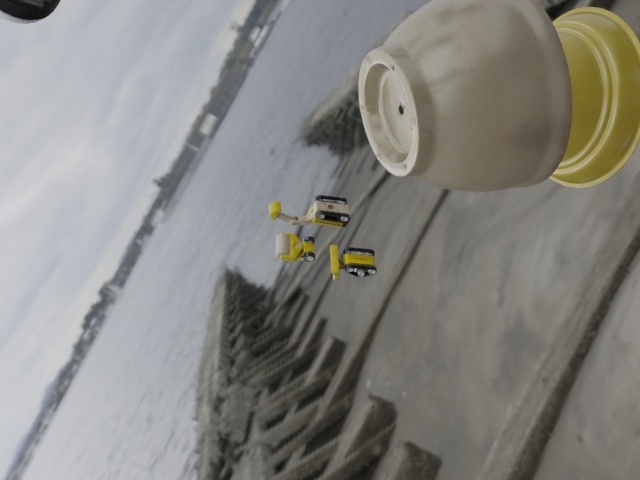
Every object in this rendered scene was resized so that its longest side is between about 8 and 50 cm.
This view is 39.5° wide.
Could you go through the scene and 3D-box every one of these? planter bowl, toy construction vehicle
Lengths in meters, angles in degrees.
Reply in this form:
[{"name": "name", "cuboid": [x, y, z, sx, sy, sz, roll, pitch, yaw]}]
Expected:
[{"name": "planter bowl", "cuboid": [0.277, -0.170, 1.062, 0.217, 0.090, 0.217, 10, 102, 61]}, {"name": "planter bowl", "cuboid": [0.095, -0.107, 0.672, 0.162, 0.109, 0.162, 165, 90, -72]}, {"name": "toy construction vehicle", "cuboid": [0.000, 0.000, 0.865, 0.035, 0.098, 0.086, 117, 152, -52]}]

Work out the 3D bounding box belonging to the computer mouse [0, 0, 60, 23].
[{"name": "computer mouse", "cuboid": [-0.281, -0.290, 0.946, 0.060, 0.184, 0.262, -43, 40, 36]}]
